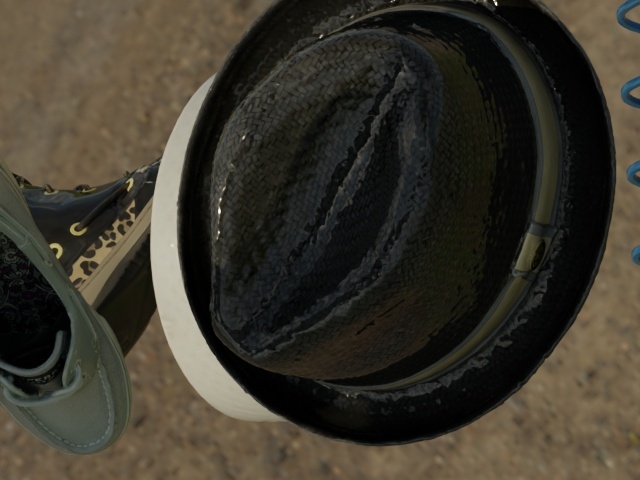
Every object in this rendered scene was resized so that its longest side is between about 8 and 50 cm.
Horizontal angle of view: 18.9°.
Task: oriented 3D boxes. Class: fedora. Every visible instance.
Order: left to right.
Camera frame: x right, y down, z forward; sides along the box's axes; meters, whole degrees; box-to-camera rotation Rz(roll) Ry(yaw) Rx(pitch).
[{"bbox_3d":[0.020,-0.026,1.218,0.334,0.152,0.334,1,92,24],"label":"fedora"}]

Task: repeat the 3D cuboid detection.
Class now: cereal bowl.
[{"bbox_3d":[0.000,0.000,1.740,0.141,0.339,0.339,1,52,32],"label":"cereal bowl"}]

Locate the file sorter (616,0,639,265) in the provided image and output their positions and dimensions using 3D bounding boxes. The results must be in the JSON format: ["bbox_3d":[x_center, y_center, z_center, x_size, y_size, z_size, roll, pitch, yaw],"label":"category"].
[{"bbox_3d":[0.204,-0.070,0.867,0.104,0.118,0.170,-25,60,51],"label":"file sorter"}]

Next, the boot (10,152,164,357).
[{"bbox_3d":[-0.259,-0.033,1.938,0.284,0.138,0.377,27,71,26],"label":"boot"}]

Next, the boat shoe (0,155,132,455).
[{"bbox_3d":[-0.165,0.050,1.055,0.079,0.227,0.081,-22,37,2],"label":"boat shoe"}]
